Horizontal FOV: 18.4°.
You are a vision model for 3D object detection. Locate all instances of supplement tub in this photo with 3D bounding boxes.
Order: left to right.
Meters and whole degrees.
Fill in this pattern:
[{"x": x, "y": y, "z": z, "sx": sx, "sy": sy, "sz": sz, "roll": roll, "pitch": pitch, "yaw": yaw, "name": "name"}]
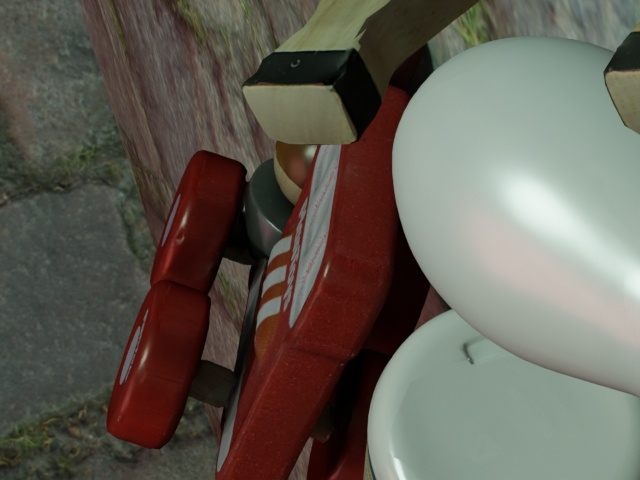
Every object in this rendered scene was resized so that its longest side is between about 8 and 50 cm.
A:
[{"x": 0.094, "y": 0.132, "z": 1.045, "sx": 0.200, "sy": 0.144, "sz": 0.144, "roll": 92, "pitch": 155, "yaw": -63, "name": "supplement tub"}]

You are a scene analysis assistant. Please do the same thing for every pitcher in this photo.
[{"x": 0.128, "y": 0.019, "z": 0.790, "sx": 0.207, "sy": 0.125, "sz": 0.178, "roll": 43, "pitch": 169, "yaw": 44, "name": "pitcher"}]

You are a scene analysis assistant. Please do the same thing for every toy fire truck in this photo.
[{"x": 0.000, "y": 0.000, "z": 1.177, "sx": 0.302, "sy": 0.169, "sz": 0.254, "roll": -79, "pitch": 12, "yaw": -47, "name": "toy fire truck"}]

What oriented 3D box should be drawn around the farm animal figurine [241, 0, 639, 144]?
[{"x": 0.114, "y": -0.089, "z": 0.456, "sx": 0.326, "sy": 0.172, "sz": 0.330, "roll": 15, "pitch": 139, "yaw": 24, "name": "farm animal figurine"}]
